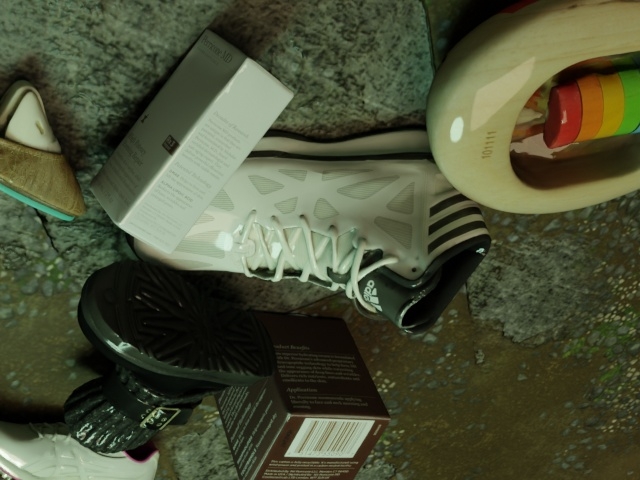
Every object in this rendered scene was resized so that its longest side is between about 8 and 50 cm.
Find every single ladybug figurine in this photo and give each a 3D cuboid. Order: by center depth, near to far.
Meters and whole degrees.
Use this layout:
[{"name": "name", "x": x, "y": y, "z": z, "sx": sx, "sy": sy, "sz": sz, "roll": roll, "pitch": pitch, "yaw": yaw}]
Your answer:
[{"name": "ladybug figurine", "x": 0.326, "y": -0.190, "z": 1.286, "sx": 0.449, "sy": 0.162, "sz": 0.305, "roll": -8, "pitch": 129, "yaw": -19}]

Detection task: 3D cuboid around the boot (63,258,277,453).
[{"name": "boot", "x": -0.245, "y": 0.163, "z": 1.308, "sx": 0.260, "sy": 0.131, "sz": 0.348, "roll": -26, "pitch": 147, "yaw": 22}]

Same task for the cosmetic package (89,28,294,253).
[{"name": "cosmetic package", "x": -0.147, "y": -0.112, "z": 1.153, "sx": 0.085, "sy": 0.117, "sz": 0.231, "roll": 32, "pitch": 96, "yaw": -40}]

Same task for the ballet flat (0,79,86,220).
[{"name": "ballet flat", "x": -0.377, "y": -0.132, "z": 1.091, "sx": 0.342, "sy": 0.116, "sz": 0.124, "roll": 25, "pitch": 97, "yaw": -33}]

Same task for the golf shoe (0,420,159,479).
[{"name": "golf shoe", "x": -0.361, "y": 0.298, "z": 1.478, "sx": 0.306, "sy": 0.115, "sz": 0.140, "roll": 37, "pitch": 84, "yaw": -39}]

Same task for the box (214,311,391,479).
[{"name": "box", "x": -0.033, "y": 0.234, "z": 1.477, "sx": 0.168, "sy": 0.203, "sz": 0.167, "roll": 8, "pitch": 126, "yaw": -28}]

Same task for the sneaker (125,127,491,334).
[{"name": "sneaker", "x": 0.000, "y": -0.001, "z": 1.248, "sx": 0.447, "sy": 0.258, "sz": 0.169, "roll": -11, "pitch": 133, "yaw": -14}]

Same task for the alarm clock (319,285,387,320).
[{"name": "alarm clock", "x": 0.081, "y": 0.049, "z": 1.463, "sx": 0.192, "sy": 0.064, "sz": 0.129, "roll": 0, "pitch": 129, "yaw": -26}]

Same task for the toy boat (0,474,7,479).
[{"name": "toy boat", "x": -0.515, "y": 0.381, "z": 1.380, "sx": 0.267, "sy": 0.148, "sz": 0.318, "roll": -25, "pitch": 148, "yaw": -41}]
